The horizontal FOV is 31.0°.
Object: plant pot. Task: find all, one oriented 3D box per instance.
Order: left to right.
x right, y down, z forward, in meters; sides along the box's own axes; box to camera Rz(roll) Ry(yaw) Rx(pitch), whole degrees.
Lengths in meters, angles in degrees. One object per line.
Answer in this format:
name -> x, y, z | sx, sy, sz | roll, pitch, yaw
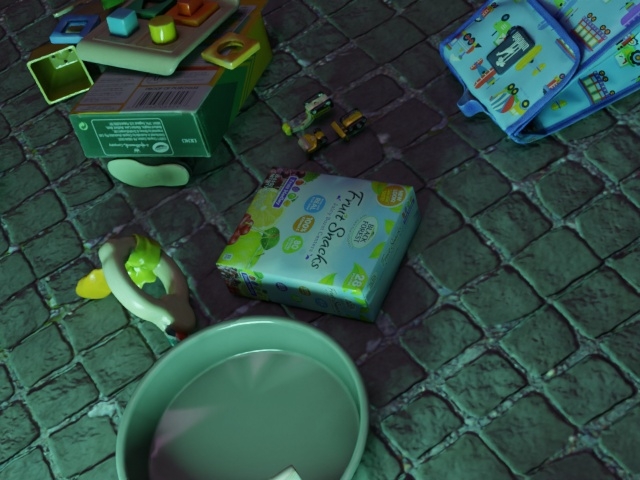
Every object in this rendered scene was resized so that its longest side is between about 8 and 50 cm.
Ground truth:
plant pot -> -0.415, -0.284, 1.856 | 0.081, 0.081, 0.083 | -20, 37, 4

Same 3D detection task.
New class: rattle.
rattle -> -0.229, 0.102, 1.464 | 0.143, 0.130, 0.199 | -36, 77, 11

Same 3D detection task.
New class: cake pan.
cake pan -> -0.083, 0.219, 1.298 | 0.293, 0.054, 0.293 | -8, 52, 11

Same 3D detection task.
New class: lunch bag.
lunch bag -> 0.309, -0.259, 1.553 | 0.293, 0.138, 0.221 | -35, 48, 5

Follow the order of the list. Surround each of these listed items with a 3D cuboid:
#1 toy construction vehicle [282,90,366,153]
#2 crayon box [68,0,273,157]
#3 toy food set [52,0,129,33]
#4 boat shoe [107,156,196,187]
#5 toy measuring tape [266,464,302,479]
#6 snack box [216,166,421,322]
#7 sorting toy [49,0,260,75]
toy construction vehicle -> 0.006, -0.162, 1.627 | 0.098, 0.035, 0.086 | -36, 59, -8
crayon box -> -0.204, -0.246, 1.713 | 0.203, 0.083, 0.323 | 2, 41, 22
toy food set -> -0.342, -0.342, 1.826 | 0.132, 0.038, 0.192 | -28, 36, -12
boat shoe -> -0.241, -0.106, 1.657 | 0.133, 0.049, 0.042 | 3, 44, 21
toy measuring tape -> 0.039, 0.335, 1.087 | 0.121, 0.121, 0.330 | -33, 60, -9
snack box -> 0.000, 0.000, 1.459 | 0.207, 0.070, 0.174 | 10, 54, 25
sorting toy -> -0.239, -0.326, 1.696 | 0.348, 0.047, 0.196 | 14, 48, 26
